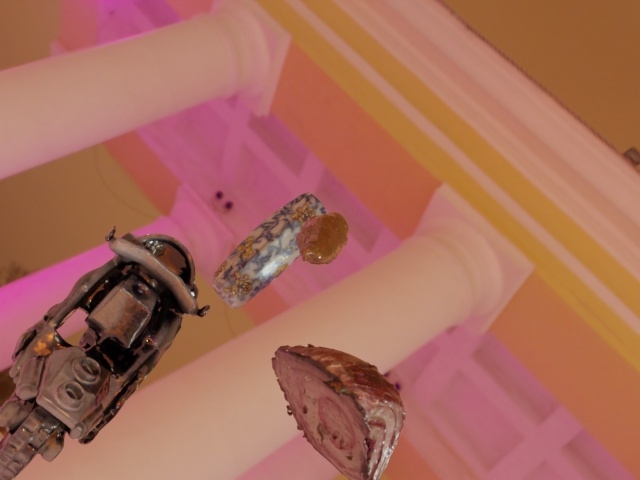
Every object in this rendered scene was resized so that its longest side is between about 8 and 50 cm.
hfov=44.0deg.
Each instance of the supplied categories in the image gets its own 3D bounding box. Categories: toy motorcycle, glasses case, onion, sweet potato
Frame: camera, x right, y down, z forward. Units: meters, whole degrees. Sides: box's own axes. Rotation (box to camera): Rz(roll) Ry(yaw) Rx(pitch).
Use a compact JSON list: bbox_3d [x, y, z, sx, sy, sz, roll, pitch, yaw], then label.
[{"bbox_3d":[-0.176,0.079,0.644,0.106,0.270,0.159,41,-73,-11],"label":"toy motorcycle"},{"bbox_3d":[-0.086,0.014,1.394,0.065,0.248,0.087,29,-23,44],"label":"glasses case"},{"bbox_3d":[0.035,0.281,1.438,0.280,0.146,0.314,39,-28,36],"label":"onion"},{"bbox_3d":[0.000,0.000,1.023,0.068,0.206,0.059,4,-78,6],"label":"sweet potato"}]

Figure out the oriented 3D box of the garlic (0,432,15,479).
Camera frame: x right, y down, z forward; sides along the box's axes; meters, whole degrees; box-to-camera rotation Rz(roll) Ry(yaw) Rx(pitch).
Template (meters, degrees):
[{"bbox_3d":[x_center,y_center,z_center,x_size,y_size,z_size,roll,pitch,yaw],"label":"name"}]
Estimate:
[{"bbox_3d":[-0.557,0.329,1.177,0.230,0.143,0.178,-9,-65,37],"label":"garlic"}]
